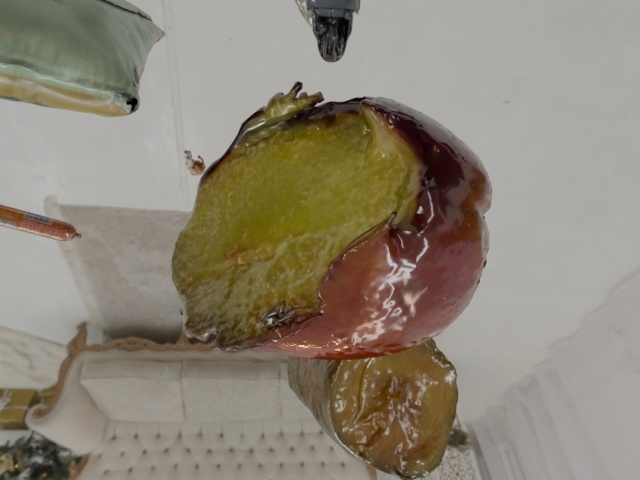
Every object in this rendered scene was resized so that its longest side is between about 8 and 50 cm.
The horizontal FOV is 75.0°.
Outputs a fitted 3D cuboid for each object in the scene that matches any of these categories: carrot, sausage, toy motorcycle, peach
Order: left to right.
[{"bbox_3d":[-0.784,-0.061,1.034,0.348,0.053,0.053,18,130,-21],"label":"sausage"},{"bbox_3d":[0.000,0.000,0.566,0.418,0.338,0.353,-1,146,-1],"label":"peach"},{"bbox_3d":[0.020,-0.403,0.611,0.091,0.157,0.262,1,135,0],"label":"toy motorcycle"},{"bbox_3d":[0.079,0.249,0.769,0.242,0.241,0.341,14,176,-18],"label":"carrot"}]

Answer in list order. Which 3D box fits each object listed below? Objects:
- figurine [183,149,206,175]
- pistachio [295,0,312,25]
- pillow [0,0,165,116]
[{"bbox_3d":[-0.318,-0.195,1.050,0.047,0.064,0.109,-15,170,-5],"label":"figurine"},{"bbox_3d":[-0.003,-0.582,0.938,0.136,0.135,0.225,-12,125,7],"label":"pistachio"},{"bbox_3d":[-0.343,-0.240,0.459,0.311,0.312,0.119,6,128,-21],"label":"pillow"}]
